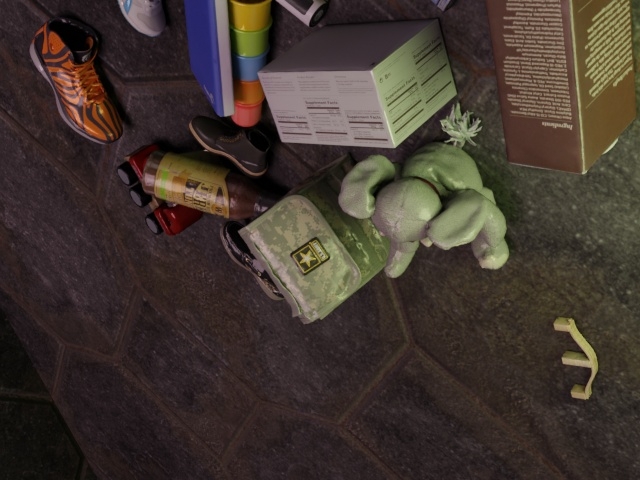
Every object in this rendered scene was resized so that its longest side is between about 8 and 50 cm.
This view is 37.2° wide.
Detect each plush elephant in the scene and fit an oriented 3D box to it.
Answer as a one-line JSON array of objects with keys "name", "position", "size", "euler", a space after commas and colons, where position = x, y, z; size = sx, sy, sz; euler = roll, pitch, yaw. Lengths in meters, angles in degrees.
[{"name": "plush elephant", "position": [0.182, -0.051, 1.699], "size": [0.272, 0.255, 0.330], "euler": [27, 138, 26]}]

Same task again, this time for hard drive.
[{"name": "hard drive", "position": [-0.224, -0.432, 1.867], "size": [0.210, 0.040, 0.319], "euler": [-121, 23, -43]}]

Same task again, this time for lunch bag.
[{"name": "lunch bag", "position": [0.000, 0.000, 1.904], "size": [0.235, 0.287, 0.169], "euler": [55, 143, -8]}]

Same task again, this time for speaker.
[{"name": "speaker", "position": [-0.054, -0.453, 1.745], "size": [0.136, 0.055, 0.055], "euler": [41, 143, 11]}]

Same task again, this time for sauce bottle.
[{"name": "sauce bottle", "position": [-0.223, -0.111, 2.119], "size": [0.344, 0.111, 0.111], "euler": [15, 136, 9]}]

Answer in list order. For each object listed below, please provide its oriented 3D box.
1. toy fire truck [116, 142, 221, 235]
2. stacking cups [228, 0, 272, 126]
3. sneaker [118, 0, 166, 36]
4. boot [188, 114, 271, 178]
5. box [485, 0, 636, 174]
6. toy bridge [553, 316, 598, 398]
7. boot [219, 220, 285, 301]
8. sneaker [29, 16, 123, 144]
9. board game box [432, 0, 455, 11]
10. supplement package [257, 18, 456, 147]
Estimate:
[{"name": "toy fire truck", "position": [-0.336, -0.133, 2.264], "size": [0.246, 0.158, 0.217], "euler": [4, 125, 56]}, {"name": "stacking cups", "position": [-0.145, -0.358, 1.887], "size": [0.096, 0.096, 0.316], "euler": [31, 140, 22]}, {"name": "sneaker", "position": [-0.368, -0.529, 1.968], "size": [0.092, 0.087, 0.229], "euler": [12, 132, 36]}, {"name": "boot", "position": [-0.189, -0.229, 2.045], "size": [0.198, 0.077, 0.137], "euler": [32, 158, 1]}, {"name": "box", "position": [0.346, -0.309, 1.360], "size": [0.143, 0.191, 0.381], "euler": [12, 129, 39]}, {"name": "toy bridge", "position": [0.497, 0.227, 1.825], "size": [0.063, 0.026, 0.188], "euler": [5, 125, 40]}, {"name": "boot", "position": [-0.110, 0.029, 2.213], "size": [0.236, 0.085, 0.178], "euler": [51, 142, -14]}, {"name": "sneaker", "position": [-0.567, -0.386, 2.264], "size": [0.321, 0.124, 0.180], "euler": [53, 144, -6]}, {"name": "board game box", "position": [0.202, -0.449, 1.486], "size": [0.194, 0.060, 0.194], "euler": [45, 143, 6]}, {"name": "supplement package", "position": [0.065, -0.276, 1.658], "size": [0.262, 0.204, 0.145], "euler": [9, 129, 41]}]
